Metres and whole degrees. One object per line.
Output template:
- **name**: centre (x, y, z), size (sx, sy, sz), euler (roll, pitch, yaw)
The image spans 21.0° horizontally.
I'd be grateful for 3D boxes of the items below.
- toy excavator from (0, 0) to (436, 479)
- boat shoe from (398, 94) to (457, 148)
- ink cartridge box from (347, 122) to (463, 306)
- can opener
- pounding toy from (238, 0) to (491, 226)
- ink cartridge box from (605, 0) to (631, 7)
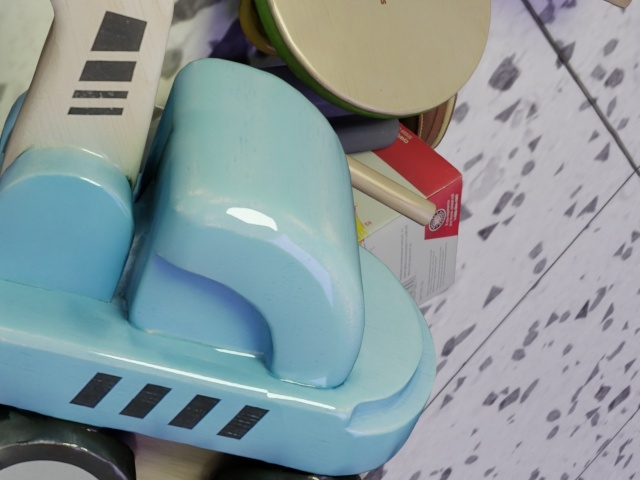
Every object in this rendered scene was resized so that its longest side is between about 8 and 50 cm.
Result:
- **toy excavator**: centre (-0.108, -0.045, 0.951), size (0.433, 0.222, 0.445), euler (15, 123, -13)
- **boat shoe**: centre (0.065, -0.140, 1.305), size (0.060, 0.064, 0.178), euler (-22, 135, -28)
- **ink cartridge box**: centre (0.000, 0.000, 1.311), size (0.176, 0.127, 0.128), euler (-32, 146, -26)
- **can opener**: centre (-0.050, -0.066, 1.189), size (0.283, 0.095, 0.076), euler (-10, 136, -32)
- **pounding toy**: centre (0.006, -0.138, 1.166), size (0.183, 0.110, 0.236), euler (25, 68, -26)
- **ink cartridge box**: centre (0.198, -0.290, 1.272), size (0.235, 0.088, 0.193), euler (6, 121, -53)
